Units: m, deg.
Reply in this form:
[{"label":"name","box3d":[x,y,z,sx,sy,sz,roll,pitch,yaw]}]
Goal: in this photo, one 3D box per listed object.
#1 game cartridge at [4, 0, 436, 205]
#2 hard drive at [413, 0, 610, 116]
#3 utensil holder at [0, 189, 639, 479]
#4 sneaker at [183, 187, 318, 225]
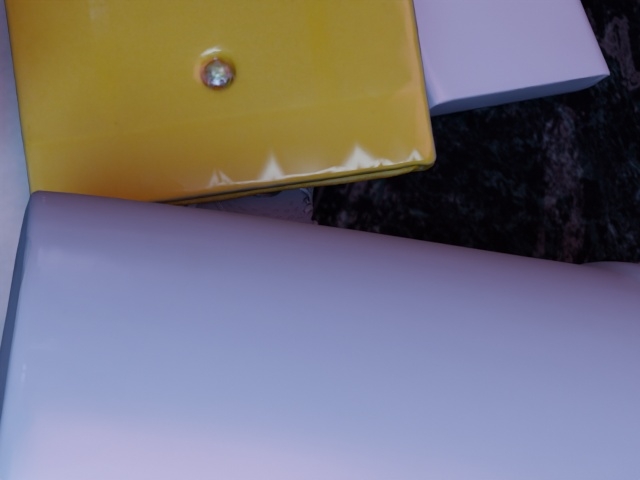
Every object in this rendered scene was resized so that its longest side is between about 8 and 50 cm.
[{"label":"game cartridge","box3d":[-0.081,-0.190,0.635,0.286,0.052,0.323,-7,87,1]},{"label":"hard drive","box3d":[0.128,-0.299,0.858,0.233,0.047,0.352,-14,80,-32]},{"label":"utensil holder","box3d":[0.009,0.149,0.509,0.386,0.327,0.327,9,69,-19]},{"label":"sneaker","box3d":[0.000,0.000,0.702,0.229,0.086,0.132,26,61,-18]}]
